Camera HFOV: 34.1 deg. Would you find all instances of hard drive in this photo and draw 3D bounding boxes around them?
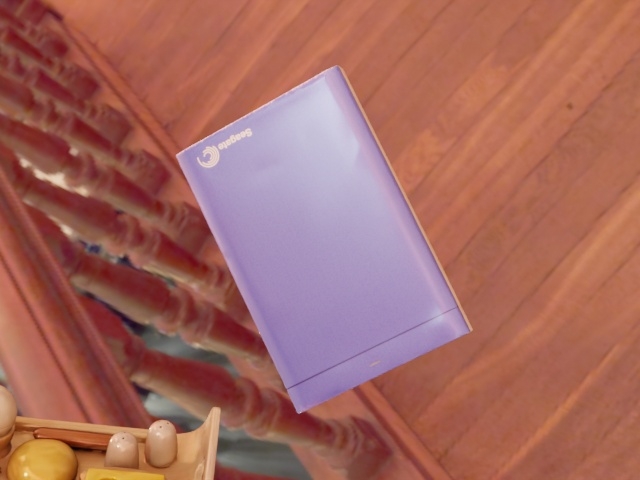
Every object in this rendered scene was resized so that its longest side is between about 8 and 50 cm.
[{"bbox_3d":[0.000,0.000,1.141,0.210,0.040,0.318,-27,84,13],"label":"hard drive"}]

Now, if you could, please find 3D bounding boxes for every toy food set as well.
[{"bbox_3d":[-0.261,0.227,1.063,0.220,0.306,0.092,-93,11,-61],"label":"toy food set"}]
